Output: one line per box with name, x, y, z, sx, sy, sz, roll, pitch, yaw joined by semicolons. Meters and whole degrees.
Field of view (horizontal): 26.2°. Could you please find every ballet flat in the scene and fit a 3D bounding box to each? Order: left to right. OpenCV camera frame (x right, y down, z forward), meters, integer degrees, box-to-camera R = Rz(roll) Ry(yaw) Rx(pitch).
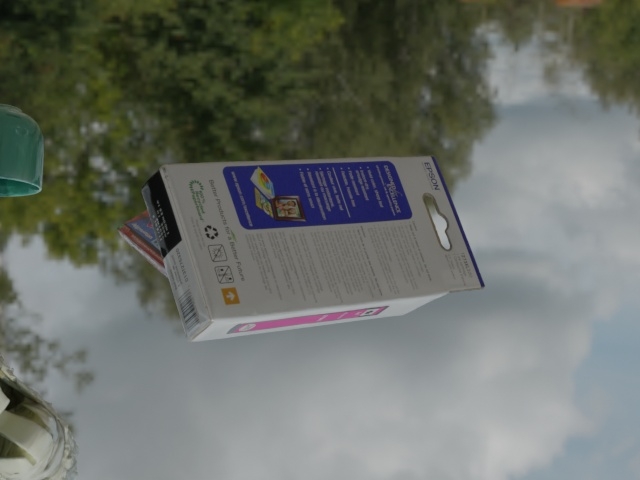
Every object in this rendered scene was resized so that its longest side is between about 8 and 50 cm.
ballet flat;-0.414;0.213;1.699;0.147;0.409;0.147;-21;-140;19

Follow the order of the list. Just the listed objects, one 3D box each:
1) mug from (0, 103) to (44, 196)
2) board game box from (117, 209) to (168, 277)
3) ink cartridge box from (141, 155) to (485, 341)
mug;-0.394;-0.114;1.664;0.129;0.097;0.158;7;169;-34
board game box;-0.162;-0.008;1.831;0.145;0.027;0.281;-31;-153;-16
ink cartridge box;0.000;0.000;1.481;0.371;0.175;0.069;-6;157;-35
